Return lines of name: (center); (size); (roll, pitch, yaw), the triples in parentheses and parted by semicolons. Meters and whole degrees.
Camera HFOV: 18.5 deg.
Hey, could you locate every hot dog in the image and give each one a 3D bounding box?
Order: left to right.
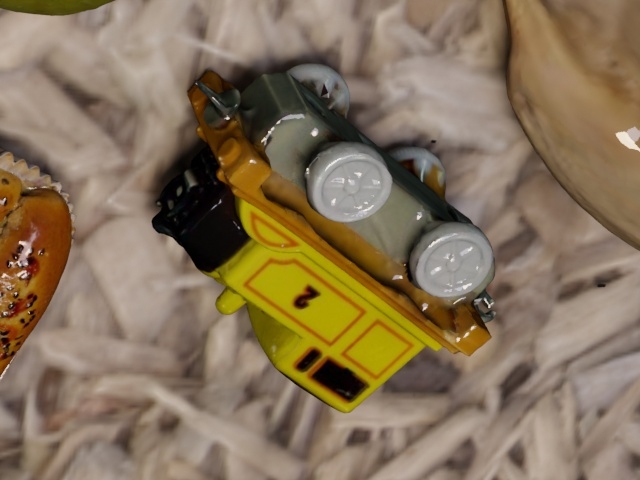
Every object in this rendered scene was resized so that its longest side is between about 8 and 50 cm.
hot dog: (-0.185, 0.039, 0.908); (0.108, 0.059, 0.191); (22, 106, -28)

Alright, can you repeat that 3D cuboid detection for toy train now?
toy train: (0.000, 0.000, 0.958); (0.127, 0.089, 0.219); (-44, 126, 13)

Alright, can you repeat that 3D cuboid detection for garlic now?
garlic: (0.202, -0.070, 1.012); (0.338, 0.151, 0.196); (6, 85, -20)

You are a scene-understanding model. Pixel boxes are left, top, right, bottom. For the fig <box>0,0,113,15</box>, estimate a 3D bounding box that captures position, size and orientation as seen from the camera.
fig: (-0.086, -0.133, 0.747); (0.151, 0.259, 0.151); (-14, 128, -18)
